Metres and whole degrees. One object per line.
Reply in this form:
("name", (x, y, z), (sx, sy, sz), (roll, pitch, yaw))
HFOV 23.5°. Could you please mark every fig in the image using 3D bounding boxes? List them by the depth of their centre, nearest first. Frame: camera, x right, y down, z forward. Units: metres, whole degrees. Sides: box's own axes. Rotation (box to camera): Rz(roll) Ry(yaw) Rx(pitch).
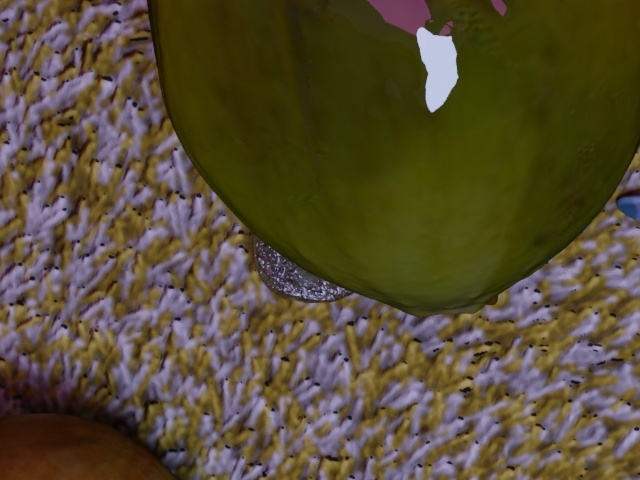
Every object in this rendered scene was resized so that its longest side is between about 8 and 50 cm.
("fig", (0.055, -0.118, 0.968), (0.343, 0.343, 0.343), (1, 101, 5))

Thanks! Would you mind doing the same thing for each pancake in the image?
("pancake", (0.001, 0.000, 1.140), (0.108, 0.017, 0.108), (1, 104, 3))

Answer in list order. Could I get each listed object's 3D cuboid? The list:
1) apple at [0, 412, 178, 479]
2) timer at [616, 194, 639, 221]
("apple", (-0.211, 0.264, 1.103), (0.286, 0.233, 0.286), (1, 101, 4))
("timer", (0.357, -0.029, 1.054), (0.255, 0.175, 0.175), (38, 104, 27))
